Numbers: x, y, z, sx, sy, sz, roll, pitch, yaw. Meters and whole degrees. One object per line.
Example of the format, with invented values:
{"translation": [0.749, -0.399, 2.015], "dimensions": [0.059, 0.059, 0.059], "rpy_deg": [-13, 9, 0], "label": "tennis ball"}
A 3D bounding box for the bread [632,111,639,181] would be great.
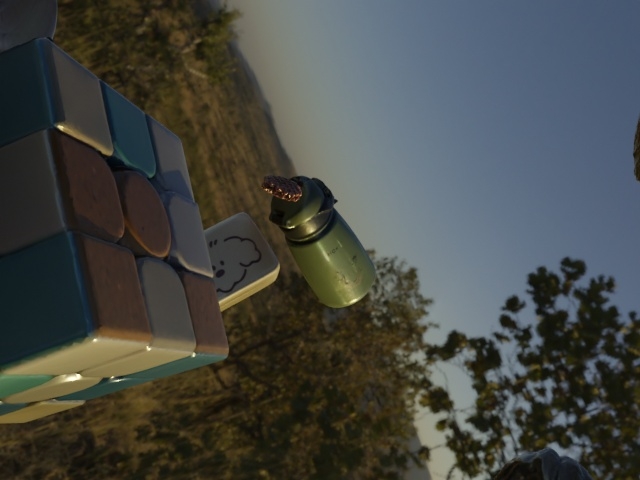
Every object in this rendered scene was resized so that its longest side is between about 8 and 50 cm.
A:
{"translation": [0.423, -0.143, 0.941], "dimensions": [0.154, 0.054, 0.136], "rpy_deg": [-25, 117, -61], "label": "bread"}

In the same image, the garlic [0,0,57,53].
{"translation": [-0.397, -0.279, 0.867], "dimensions": [0.110, 0.228, 0.217], "rpy_deg": [21, -24, 28], "label": "garlic"}

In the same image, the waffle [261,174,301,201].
{"translation": [-0.069, -0.095, 1.362], "dimensions": [0.083, 0.075, 0.029], "rpy_deg": [-58, 170, -73], "label": "waffle"}

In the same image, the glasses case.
{"translation": [-0.248, 0.082, 1.382], "dimensions": [0.144, 0.336, 0.076], "rpy_deg": [55, -20, 14], "label": "glasses case"}

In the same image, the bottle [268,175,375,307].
{"translation": [0.001, -0.002, 1.827], "dimensions": [0.347, 0.168, 0.168], "rpy_deg": [59, 6, -36], "label": "bottle"}

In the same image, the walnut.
{"translation": [0.395, 0.486, 1.331], "dimensions": [0.224, 0.224, 0.224], "rpy_deg": [159, -90, -90], "label": "walnut"}

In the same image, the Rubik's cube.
{"translation": [-0.357, 0.022, 0.922], "dimensions": [0.347, 0.346, 0.344], "rpy_deg": [35, 39, -69], "label": "Rubik's cube"}
